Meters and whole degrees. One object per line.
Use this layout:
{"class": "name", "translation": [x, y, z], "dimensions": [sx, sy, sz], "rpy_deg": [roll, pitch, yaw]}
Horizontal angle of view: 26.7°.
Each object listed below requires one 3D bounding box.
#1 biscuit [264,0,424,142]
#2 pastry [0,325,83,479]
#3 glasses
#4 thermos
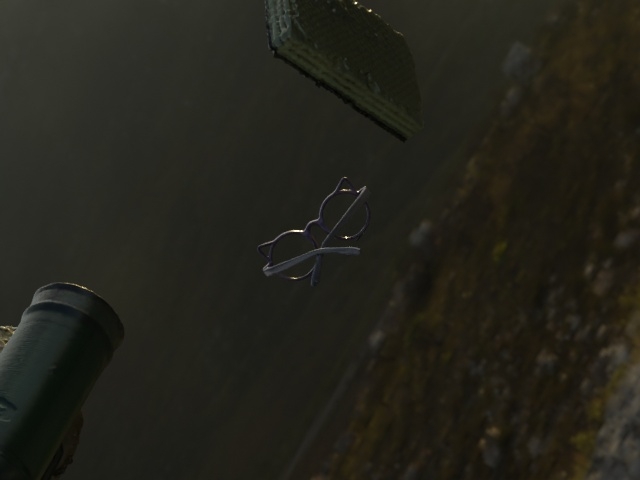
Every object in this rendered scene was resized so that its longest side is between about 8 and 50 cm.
{"class": "biscuit", "translation": [0.024, -0.185, 1.277], "dimensions": [0.040, 0.199, 0.121], "rpy_deg": [-31, 49, 30]}
{"class": "pastry", "translation": [-0.359, 0.199, 1.547], "dimensions": [0.192, 0.093, 0.182], "rpy_deg": [42, 126, 34]}
{"class": "glasses", "translation": [0.000, 0.000, 1.373], "dimensions": [0.140, 0.062, 0.104], "rpy_deg": [-38, 8, 3]}
{"class": "thermos", "translation": [-0.207, 0.120, 0.929], "dimensions": [0.083, 0.073, 0.187], "rpy_deg": [116, 180, -46]}
